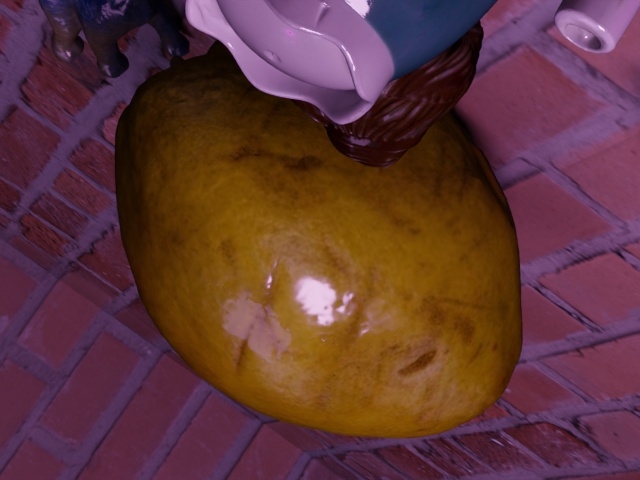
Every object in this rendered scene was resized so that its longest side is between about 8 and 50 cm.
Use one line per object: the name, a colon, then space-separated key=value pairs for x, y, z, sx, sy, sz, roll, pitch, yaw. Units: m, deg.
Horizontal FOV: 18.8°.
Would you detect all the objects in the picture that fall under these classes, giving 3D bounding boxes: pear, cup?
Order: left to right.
pear: x=0.000 y=0.000 z=1.325 sx=0.321 sy=0.269 sz=0.269 roll=48 pitch=163 yaw=-5
cup: x=0.022 y=-0.157 z=0.957 sx=0.300 sy=0.173 sz=0.167 roll=24 pitch=163 yaw=29

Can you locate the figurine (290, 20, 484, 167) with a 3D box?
figurine: x=-0.045 y=-0.170 z=1.125 sx=0.315 sy=0.168 sz=0.187 roll=28 pitch=-167 yaw=-12

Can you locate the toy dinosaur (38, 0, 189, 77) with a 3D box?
toy dinosaur: x=-0.182 y=-0.210 z=1.447 sx=0.248 sy=0.075 sz=0.188 roll=33 pitch=156 yaw=22
